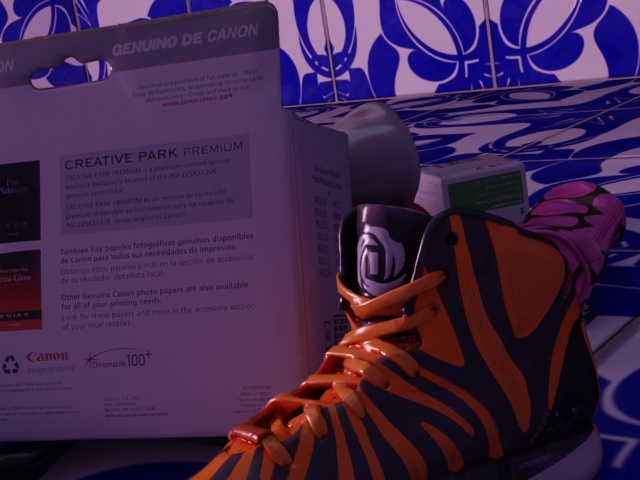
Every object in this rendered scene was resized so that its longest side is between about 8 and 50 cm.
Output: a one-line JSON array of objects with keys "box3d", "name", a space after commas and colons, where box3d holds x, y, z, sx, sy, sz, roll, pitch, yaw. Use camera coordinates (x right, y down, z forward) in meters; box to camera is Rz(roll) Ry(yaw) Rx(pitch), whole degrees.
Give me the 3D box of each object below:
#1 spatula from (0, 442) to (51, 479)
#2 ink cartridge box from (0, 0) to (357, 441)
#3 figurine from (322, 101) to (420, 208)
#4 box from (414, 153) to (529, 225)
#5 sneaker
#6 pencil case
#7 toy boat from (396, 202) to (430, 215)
[{"box3d": [-0.325, 0.171, 0.722, 0.297, 0.030, 0.084, -10, 8, -4], "name": "spatula"}, {"box3d": [-0.139, -0.002, 0.767, 0.310, 0.271, 0.130, -4, -4, 18], "name": "ink cartridge box"}, {"box3d": [-0.006, 0.011, 0.867, 0.210, 0.214, 0.092, -16, -22, -13], "name": "figurine"}, {"box3d": [0.165, -0.042, 1.213, 0.101, 0.087, 0.102, -12, 13, -13], "name": "box"}, {"box3d": [0.008, 0.075, 0.573, 0.321, 0.180, 0.125, -16, 14, -31], "name": "sneaker"}, {"box3d": [0.217, 0.005, 0.965, 0.098, 0.095, 0.209, -42, -1, 27], "name": "pencil case"}, {"box3d": [0.000, 0.000, 0.989, 0.231, 0.151, 0.151, -18, 16, -36], "name": "toy boat"}]
